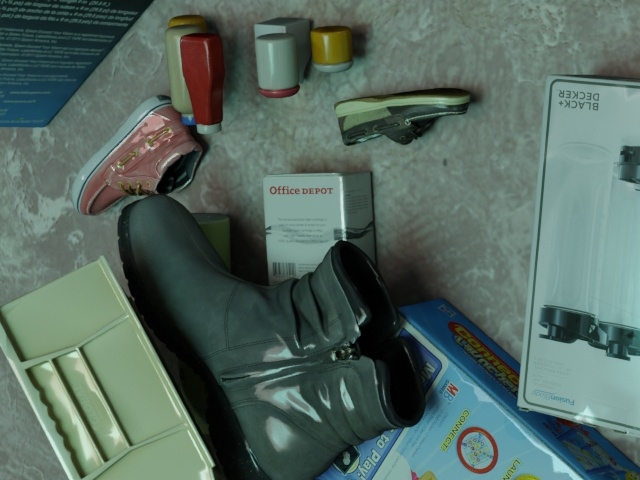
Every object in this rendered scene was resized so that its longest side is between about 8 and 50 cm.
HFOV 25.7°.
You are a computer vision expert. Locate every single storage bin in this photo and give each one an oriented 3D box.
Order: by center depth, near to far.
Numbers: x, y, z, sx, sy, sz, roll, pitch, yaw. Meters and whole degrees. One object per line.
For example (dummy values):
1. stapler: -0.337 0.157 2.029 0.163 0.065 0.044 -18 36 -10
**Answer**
1. storage bin: -0.195 0.170 1.370 0.123 0.262 0.260 -27 81 -8

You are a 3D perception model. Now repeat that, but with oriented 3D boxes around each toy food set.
1. toy food set: -0.075 -0.159 1.384 0.232 0.111 0.104 9 113 34

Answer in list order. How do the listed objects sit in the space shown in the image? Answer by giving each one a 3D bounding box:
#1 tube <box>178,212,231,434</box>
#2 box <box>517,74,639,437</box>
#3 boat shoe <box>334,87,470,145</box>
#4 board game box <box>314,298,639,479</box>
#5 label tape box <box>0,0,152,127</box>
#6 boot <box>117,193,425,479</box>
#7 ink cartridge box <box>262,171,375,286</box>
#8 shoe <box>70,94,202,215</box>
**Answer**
1. tube: -0.122 0.093 1.478 0.062 0.070 0.240 -1 102 -1
2. box: 0.266 0.012 1.163 0.169 0.087 0.290 9 100 35
3. boat shoe: 0.079 -0.114 1.311 0.152 0.056 0.049 0 100 46
4. board game box: 0.127 0.266 1.296 0.302 0.086 0.308 42 118 25
5. label tape box: -0.310 -0.256 1.462 0.334 0.241 0.106 -41 69 31
6. boot: -0.041 0.057 1.306 0.223 0.118 0.338 -40 74 34
7. ink cartridge box: 0.000 0.000 1.376 0.099 0.056 0.135 1 97 36
8. shoe: -0.199 -0.069 1.510 0.178 0.063 0.081 -46 64 26
